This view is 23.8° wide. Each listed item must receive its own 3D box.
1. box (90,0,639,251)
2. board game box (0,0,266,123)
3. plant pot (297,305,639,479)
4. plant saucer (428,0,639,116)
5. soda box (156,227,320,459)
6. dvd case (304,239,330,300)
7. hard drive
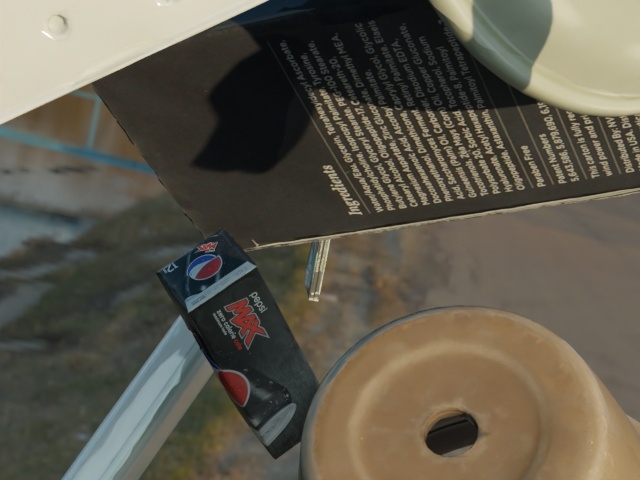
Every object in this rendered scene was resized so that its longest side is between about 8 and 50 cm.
[{"bbox_3d":[0.094,-0.280,1.344,0.471,0.480,0.297,-10,-39,22],"label":"box"},{"bbox_3d":[-0.260,-0.211,0.660,0.390,0.390,0.050,-25,23,-4],"label":"board game box"},{"bbox_3d":[0.089,0.156,0.811,0.263,0.263,0.229,16,-31,24],"label":"plant pot"},{"bbox_3d":[0.212,-0.281,0.984,0.400,0.400,0.100,6,-2,-36],"label":"plant saucer"},{"bbox_3d":[-0.049,0.074,1.053,0.053,0.060,0.169,46,-13,47],"label":"soda box"},{"bbox_3d":[0.000,0.000,1.685,0.013,0.119,0.087,11,10,-6],"label":"dvd case"},{"bbox_3d":[-0.155,0.163,1.226,0.040,0.307,0.203,34,-12,3],"label":"hard drive"}]
